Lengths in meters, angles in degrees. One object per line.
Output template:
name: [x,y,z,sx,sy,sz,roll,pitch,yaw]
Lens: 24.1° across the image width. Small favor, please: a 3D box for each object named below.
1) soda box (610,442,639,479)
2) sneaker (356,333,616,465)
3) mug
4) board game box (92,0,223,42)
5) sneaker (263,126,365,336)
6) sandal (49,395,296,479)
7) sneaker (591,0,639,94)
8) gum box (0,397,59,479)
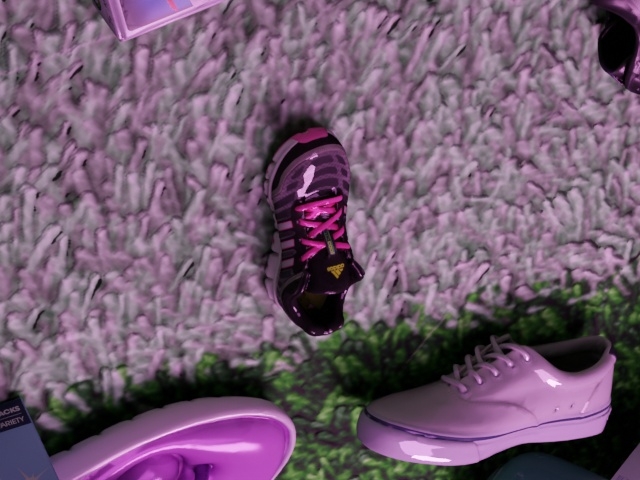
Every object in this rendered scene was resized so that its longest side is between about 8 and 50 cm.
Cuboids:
soda box: [0.337,0.205,1.400,0.216,0.069,0.074,-40,147,-40]
sneaker: [0.142,0.124,1.265,0.258,0.094,0.091,-6,111,-35]
mug: [0.192,0.273,1.382,0.157,0.097,0.129,-58,149,-16]
board game box: [-0.062,-0.270,0.794,0.193,0.053,0.305,-25,136,-14]
sneaker: [0.000,0.000,1.057,0.063,0.075,0.170,-13,133,-23]
sandal: [-0.196,0.242,1.114,0.416,0.102,0.169,-19,142,-21]
sneaker: [0.270,-0.146,1.108,0.124,0.107,0.283,-27,135,12]
gum box: [-0.242,0.203,0.997,0.157,0.184,0.041,-18,135,-19]
